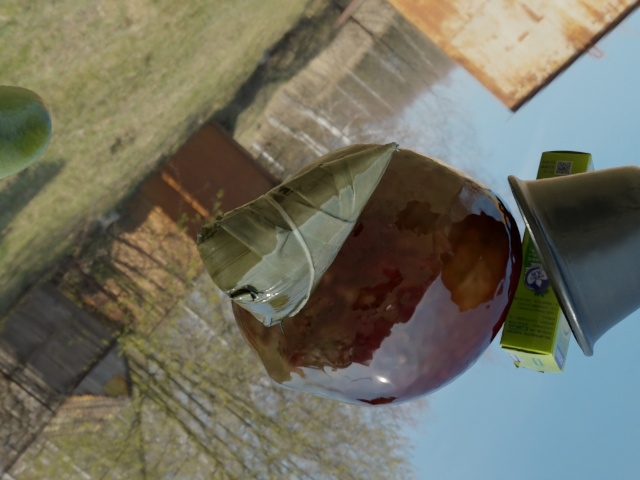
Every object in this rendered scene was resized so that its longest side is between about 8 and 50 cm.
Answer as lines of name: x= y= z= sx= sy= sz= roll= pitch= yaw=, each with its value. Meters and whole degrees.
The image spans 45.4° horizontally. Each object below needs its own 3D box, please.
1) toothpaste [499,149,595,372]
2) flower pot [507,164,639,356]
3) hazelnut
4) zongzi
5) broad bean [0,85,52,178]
toothpaste: x=0.348 y=0.028 z=1.148 sx=0.110 sy=0.077 sz=0.327 roll=45 pitch=57 yaw=-57
flower pot: x=0.332 y=0.003 z=0.901 sx=0.148 sy=0.235 sz=0.235 roll=-24 pitch=-167 yaw=14
hazelnut: x=0.070 y=0.051 z=1.104 sx=0.421 sy=0.421 sz=0.352 roll=-56 pitch=150 yaw=-45
zongzi: x=0.000 y=0.000 z=0.660 sx=0.178 sy=0.081 sz=0.189 roll=-34 pitch=160 yaw=-2
broad bean: x=-0.431 y=-0.137 z=0.980 sx=0.082 sy=0.175 sz=0.124 roll=28 pitch=-66 yaw=46
